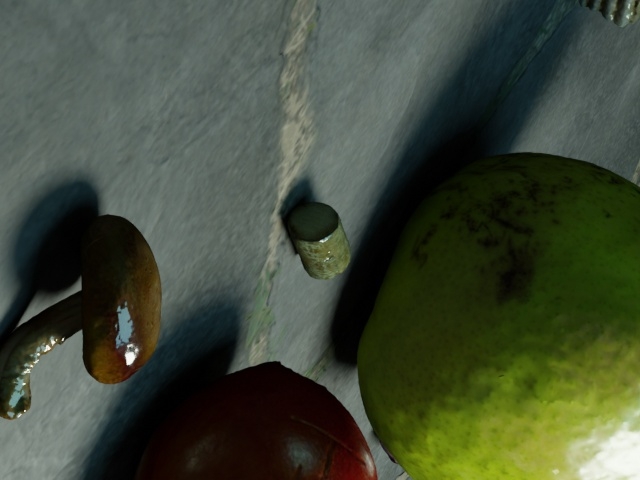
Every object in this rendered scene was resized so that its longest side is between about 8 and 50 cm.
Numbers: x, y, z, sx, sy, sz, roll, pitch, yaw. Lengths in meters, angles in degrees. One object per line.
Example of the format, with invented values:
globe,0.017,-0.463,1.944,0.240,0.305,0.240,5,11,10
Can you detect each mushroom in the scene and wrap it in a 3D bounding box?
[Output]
mushroom,-0.130,0.052,0.872,0.129,0.073,0.088,-55,-164,-1

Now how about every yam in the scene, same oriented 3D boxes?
yam,0.000,0.000,1.190,0.043,0.043,0.094,-54,161,-14

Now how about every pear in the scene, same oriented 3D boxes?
pear,0.230,0.111,1.474,0.391,0.391,0.391,-51,161,-25

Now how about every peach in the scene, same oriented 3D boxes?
peach,-0.045,0.184,1.162,0.197,0.197,0.197,-51,161,-25

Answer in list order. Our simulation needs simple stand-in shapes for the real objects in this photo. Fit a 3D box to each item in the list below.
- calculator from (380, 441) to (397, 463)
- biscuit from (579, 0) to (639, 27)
calculator,0.147,0.179,1.912,0.194,0.043,0.294,-62,166,8
biscuit,0.396,-0.396,1.562,0.426,0.078,0.144,-50,162,-24
